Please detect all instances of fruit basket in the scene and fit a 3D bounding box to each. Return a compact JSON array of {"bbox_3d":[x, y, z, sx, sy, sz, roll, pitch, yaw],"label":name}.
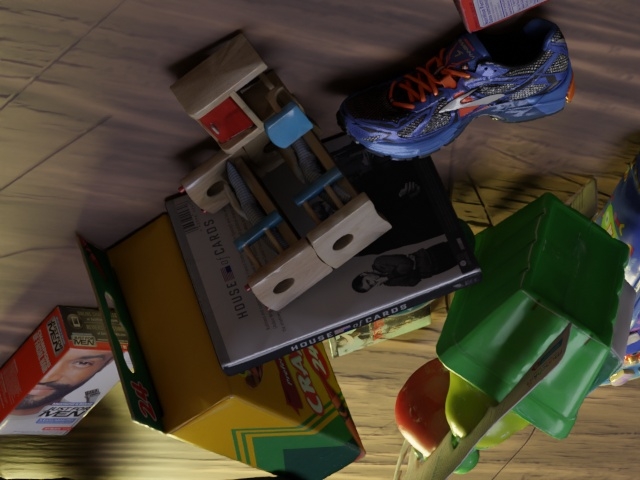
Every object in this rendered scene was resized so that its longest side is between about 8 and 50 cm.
[{"bbox_3d":[0.176,0.140,1.774,0.165,0.327,0.353,28,125,-2],"label":"fruit basket"}]

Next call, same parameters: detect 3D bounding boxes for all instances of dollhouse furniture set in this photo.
[{"bbox_3d":[-0.052,-0.051,1.435,0.129,0.129,0.183,-37,152,3],"label":"dollhouse furniture set"}]

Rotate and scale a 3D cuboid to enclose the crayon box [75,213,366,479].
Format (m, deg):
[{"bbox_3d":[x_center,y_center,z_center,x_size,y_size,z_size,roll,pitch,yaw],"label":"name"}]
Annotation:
[{"bbox_3d":[-0.088,0.104,1.634,0.081,0.202,0.318,-31,152,17],"label":"crayon box"}]

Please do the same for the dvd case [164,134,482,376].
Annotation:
[{"bbox_3d":[0.000,0.000,1.532,0.239,0.179,0.029,-21,151,-1],"label":"dvd case"}]

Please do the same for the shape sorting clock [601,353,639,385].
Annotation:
[{"bbox_3d":[0.387,0.137,2.182,0.206,0.040,0.206,-11,148,-7],"label":"shape sorting clock"}]

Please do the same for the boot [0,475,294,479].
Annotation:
[{"bbox_3d":[-0.137,0.334,1.885,0.445,0.146,0.367,-8,161,32],"label":"boot"}]

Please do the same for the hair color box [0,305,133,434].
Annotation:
[{"bbox_3d":[-0.257,0.132,1.727,0.093,0.053,0.167,6,141,-40],"label":"hair color box"}]

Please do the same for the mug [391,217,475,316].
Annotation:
[{"bbox_3d":[0.083,0.011,1.697,0.158,0.097,0.129,-18,152,-5],"label":"mug"}]

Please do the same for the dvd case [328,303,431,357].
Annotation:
[{"bbox_3d":[0.065,0.089,1.917,0.119,0.013,0.087,-18,152,-5],"label":"dvd case"}]

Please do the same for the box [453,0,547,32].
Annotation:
[{"bbox_3d":[0.118,-0.273,1.189,0.128,0.122,0.257,-24,152,3],"label":"box"}]

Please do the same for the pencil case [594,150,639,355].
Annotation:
[{"bbox_3d":[0.343,0.014,1.851,0.119,0.133,0.306,8,145,-9],"label":"pencil case"}]

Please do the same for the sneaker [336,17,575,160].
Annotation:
[{"bbox_3d":[0.115,-0.139,1.493,0.221,0.083,0.087,-20,139,-15],"label":"sneaker"}]
